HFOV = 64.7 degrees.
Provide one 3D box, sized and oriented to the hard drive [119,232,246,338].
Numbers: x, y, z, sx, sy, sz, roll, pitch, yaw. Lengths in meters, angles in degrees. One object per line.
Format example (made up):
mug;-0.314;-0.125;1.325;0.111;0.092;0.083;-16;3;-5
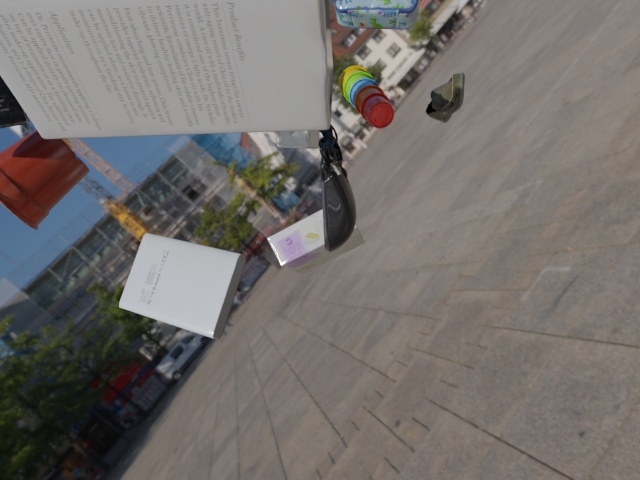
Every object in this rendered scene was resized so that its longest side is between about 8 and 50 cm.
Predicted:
hard drive;-0.394;0.119;1.426;0.047;0.352;0.233;36;-113;-60

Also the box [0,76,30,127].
box;-0.989;-0.479;1.188;0.479;0.472;0.297;8;25;40

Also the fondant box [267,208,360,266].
fondant box;0.000;0.000;1.524;0.238;0.096;0.330;-27;-12;4

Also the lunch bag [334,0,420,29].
lunch bag;0.146;-0.636;1.289;0.090;0.218;0.176;55;-136;-71

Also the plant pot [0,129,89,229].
plant pot;-0.942;-0.224;1.676;0.265;0.272;0.272;-46;4;-15

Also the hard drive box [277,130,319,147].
hard drive box;-0.060;-0.362;1.484;0.232;0.089;0.181;-47;-42;-78

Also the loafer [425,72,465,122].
loafer;0.398;-0.452;1.625;0.251;0.087;0.095;101;177;-75

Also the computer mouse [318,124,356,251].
computer mouse;0.037;-0.095;1.028;0.189;0.072;0.272;-94;0;-54

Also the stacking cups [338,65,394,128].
stacking cups;0.120;-0.371;1.286;0.096;0.096;0.316;-48;25;16

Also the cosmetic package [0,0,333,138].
cosmetic package;-0.213;-0.287;0.721;0.230;0.452;0.162;84;-173;-53
